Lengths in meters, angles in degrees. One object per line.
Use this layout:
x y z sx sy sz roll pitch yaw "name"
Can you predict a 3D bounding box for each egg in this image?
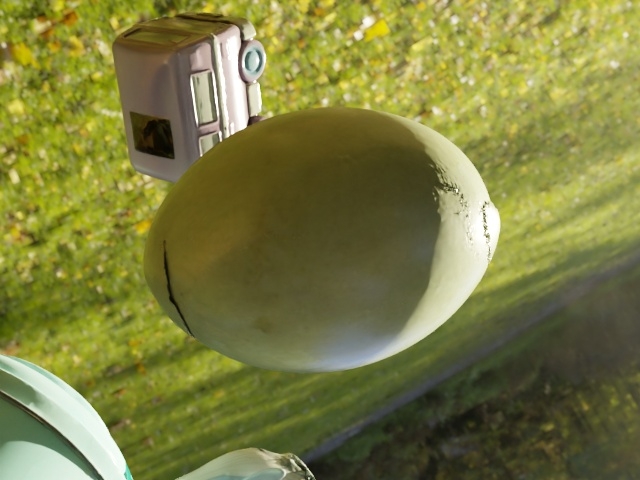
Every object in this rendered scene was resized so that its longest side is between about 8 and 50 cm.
0.000 0.000 0.715 0.253 0.187 0.186 -9 163 -1 "egg"

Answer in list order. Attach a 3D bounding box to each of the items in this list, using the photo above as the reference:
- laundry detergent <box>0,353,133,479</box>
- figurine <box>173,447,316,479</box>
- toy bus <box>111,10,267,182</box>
-0.336 0.267 0.885 0.287 0.287 0.305 -45 -170 44 "laundry detergent"
-0.070 0.308 1.054 0.184 0.208 0.128 -56 -167 -22 "figurine"
-0.151 -0.157 1.185 0.142 0.142 0.203 -33 127 -45 "toy bus"
